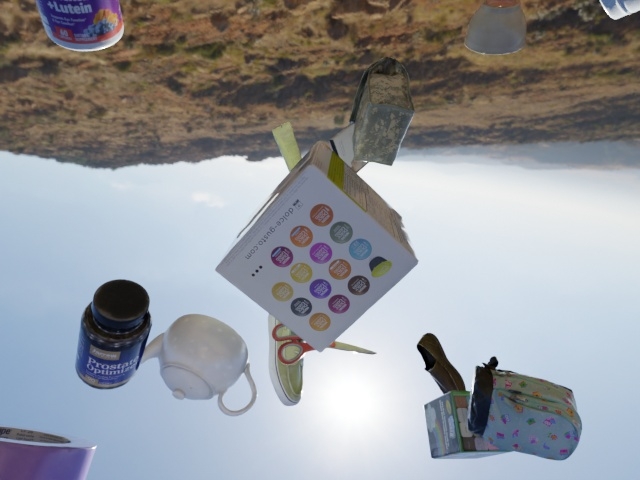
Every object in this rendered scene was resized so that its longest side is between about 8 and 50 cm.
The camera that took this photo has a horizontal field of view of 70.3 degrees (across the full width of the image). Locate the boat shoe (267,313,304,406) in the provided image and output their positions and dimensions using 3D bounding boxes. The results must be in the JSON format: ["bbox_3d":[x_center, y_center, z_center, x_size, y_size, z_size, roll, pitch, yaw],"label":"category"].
[{"bbox_3d":[-0.095,0.336,1.368,0.094,0.302,0.109,-27,151,31],"label":"boat shoe"}]

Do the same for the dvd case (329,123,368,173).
[{"bbox_3d":[0.147,-0.368,1.740,0.022,0.180,0.253,15,-131,45],"label":"dvd case"}]

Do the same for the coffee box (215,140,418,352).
[{"bbox_3d":[0.000,0.000,1.166,0.334,0.337,0.338,41,-163,-12],"label":"coffee box"}]

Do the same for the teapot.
[{"bbox_3d":[-0.319,0.331,1.187,0.256,0.252,0.187,-7,-143,27],"label":"teapot"}]

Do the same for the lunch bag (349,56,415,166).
[{"bbox_3d":[0.194,-0.435,1.506,0.169,0.235,0.287,8,-129,-8],"label":"lunch bag"}]

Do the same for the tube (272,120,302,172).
[{"bbox_3d":[-0.099,-0.297,1.620,0.062,0.240,0.070,-18,-154,6],"label":"tube"}]

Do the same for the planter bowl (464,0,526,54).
[{"bbox_3d":[0.477,-0.588,1.223,0.162,0.109,0.162,-4,-133,4],"label":"planter bowl"}]

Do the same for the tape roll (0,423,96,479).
[{"bbox_3d":[-0.396,0.287,0.576,0.189,0.080,0.189,9,157,4],"label":"tape roll"}]

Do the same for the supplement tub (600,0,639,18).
[{"bbox_3d":[0.276,-0.229,0.348,0.071,0.071,0.107,2,170,-38],"label":"supplement tub"}]

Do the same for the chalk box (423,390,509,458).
[{"bbox_3d":[0.348,0.425,1.052,0.132,0.132,0.213,4,150,-11],"label":"chalk box"}]

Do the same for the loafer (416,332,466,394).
[{"bbox_3d":[0.347,0.387,1.351,0.078,0.080,0.220,-13,-115,-38],"label":"loafer"}]

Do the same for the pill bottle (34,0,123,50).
[{"bbox_3d":[-0.333,-0.365,0.599,0.108,0.108,0.193,5,146,-8],"label":"pill bottle"}]

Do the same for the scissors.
[{"bbox_3d":[0.016,0.268,1.224,0.297,0.109,0.021,0,161,-20],"label":"scissors"}]

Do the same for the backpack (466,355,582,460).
[{"bbox_3d":[0.362,0.309,0.813,0.182,0.152,0.115,9,-150,17],"label":"backpack"}]

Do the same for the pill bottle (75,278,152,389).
[{"bbox_3d":[-0.390,0.177,0.860,0.122,0.219,0.123,18,-140,-15],"label":"pill bottle"}]
